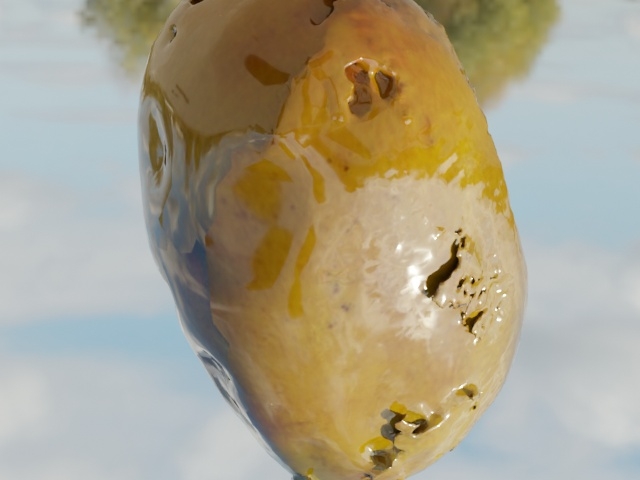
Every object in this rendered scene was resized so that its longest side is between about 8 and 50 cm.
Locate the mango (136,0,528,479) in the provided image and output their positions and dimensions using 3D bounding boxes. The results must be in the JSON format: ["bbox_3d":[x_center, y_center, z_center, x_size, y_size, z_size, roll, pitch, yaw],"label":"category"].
[{"bbox_3d":[0.000,0.000,0.760,0.156,0.248,0.151,15,-140,37],"label":"mango"}]
